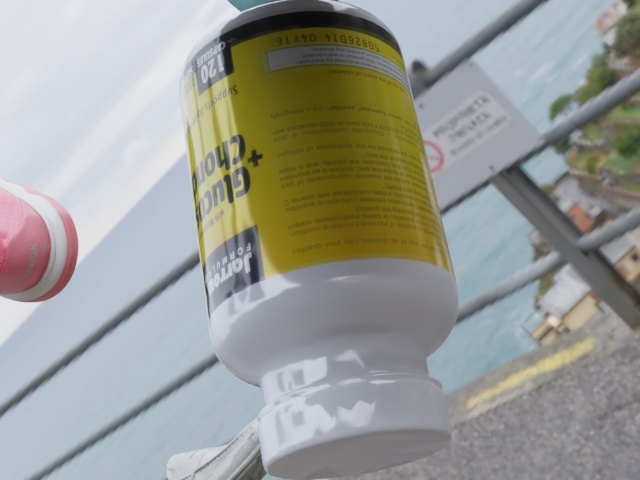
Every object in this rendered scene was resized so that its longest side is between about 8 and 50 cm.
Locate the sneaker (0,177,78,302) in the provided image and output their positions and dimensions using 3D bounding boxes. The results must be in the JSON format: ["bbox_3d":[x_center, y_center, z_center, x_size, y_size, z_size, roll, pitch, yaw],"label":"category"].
[{"bbox_3d":[-0.352,-0.042,0.836,0.136,0.314,0.116,4,-74,-76],"label":"sneaker"}]

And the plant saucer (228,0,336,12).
[{"bbox_3d":[0.043,-0.158,0.540,0.192,0.018,0.067,-19,-4,23],"label":"plant saucer"}]

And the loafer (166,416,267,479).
[{"bbox_3d":[-0.173,0.345,1.480,0.319,0.111,0.112,-46,-21,20],"label":"loafer"}]

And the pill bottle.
[{"bbox_3d":[0.000,0.000,0.435,0.103,0.103,0.184,-37,55,46],"label":"pill bottle"}]
